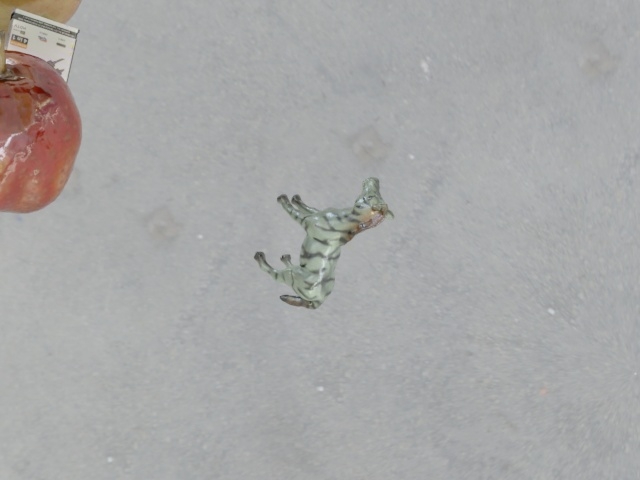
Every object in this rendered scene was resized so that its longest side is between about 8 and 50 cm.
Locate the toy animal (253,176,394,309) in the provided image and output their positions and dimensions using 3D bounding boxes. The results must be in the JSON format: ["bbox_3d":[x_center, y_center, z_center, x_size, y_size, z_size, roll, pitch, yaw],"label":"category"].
[{"bbox_3d":[-0.008,-0.014,1.449,0.170,0.090,0.255,53,128,29],"label":"toy animal"}]

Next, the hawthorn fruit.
[{"bbox_3d":[-0.535,-0.202,1.499,0.287,0.287,0.330,42,134,19],"label":"hawthorn fruit"}]

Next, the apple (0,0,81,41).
[{"bbox_3d":[-0.667,-0.574,1.892,0.339,0.305,0.338,16,115,38],"label":"apple"}]

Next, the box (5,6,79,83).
[{"bbox_3d":[-0.554,-0.312,1.773,0.033,0.129,0.247,-4,75,59],"label":"box"}]
